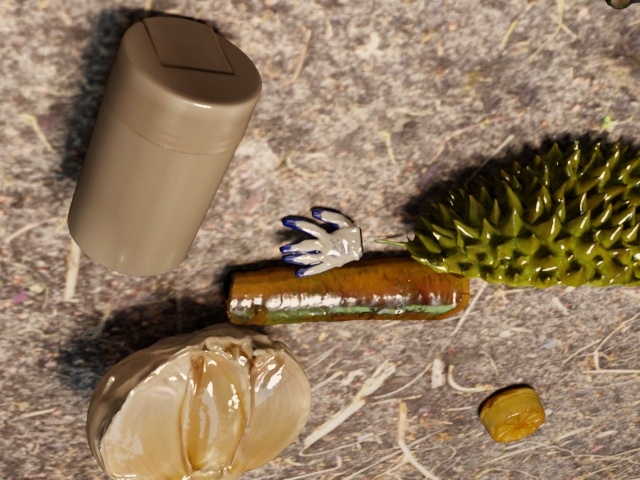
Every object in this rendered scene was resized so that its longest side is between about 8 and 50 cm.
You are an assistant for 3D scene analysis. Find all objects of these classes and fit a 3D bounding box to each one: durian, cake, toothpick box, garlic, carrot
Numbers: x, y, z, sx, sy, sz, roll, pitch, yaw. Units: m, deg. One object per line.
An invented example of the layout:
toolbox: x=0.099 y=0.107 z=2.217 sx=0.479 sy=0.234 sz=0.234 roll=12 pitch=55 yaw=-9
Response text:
durian: x=0.252 y=0.002 z=0.941 sx=0.355 sy=0.158 sz=0.169 roll=0 pitch=150 yaw=-21
cake: x=0.251 y=0.228 z=1.244 sx=0.084 sy=0.044 sz=0.084 roll=-11 pitch=138 yaw=-10
toothpick box: x=-0.126 y=-0.071 z=0.747 sx=0.111 sy=0.111 sz=0.181 roll=7 pitch=132 yaw=-27
garlic: x=-0.125 y=0.152 z=0.958 sx=0.229 sy=0.143 sz=0.178 roll=3 pitch=113 yaw=-29
carrot: x=0.028 y=0.053 z=0.968 sx=0.260 sy=0.070 sz=0.070 roll=-2 pitch=134 yaw=-17

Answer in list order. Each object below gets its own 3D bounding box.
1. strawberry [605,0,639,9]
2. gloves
strawberry: x=0.153 y=-0.286 z=0.651 sx=0.188 sy=0.106 sz=0.286 roll=-39 pitch=122 yaw=12
gloves: x=0.000 y=0.000 z=0.921 sx=0.086 sy=0.026 sz=0.064 roll=-13 pitch=103 yaw=-14
